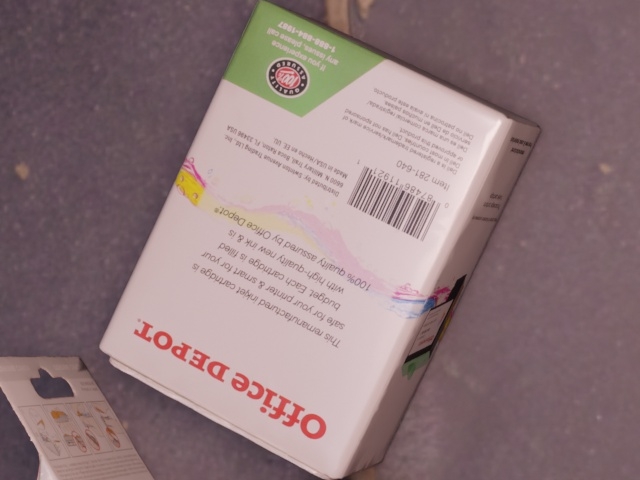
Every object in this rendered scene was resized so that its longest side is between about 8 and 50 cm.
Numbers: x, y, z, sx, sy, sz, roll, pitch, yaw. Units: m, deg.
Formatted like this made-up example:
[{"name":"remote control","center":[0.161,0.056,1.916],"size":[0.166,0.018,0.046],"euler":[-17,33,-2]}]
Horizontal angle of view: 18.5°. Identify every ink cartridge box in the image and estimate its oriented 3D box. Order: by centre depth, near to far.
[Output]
[{"name":"ink cartridge box","center":[0.000,0.000,1.392],"size":[0.201,0.117,0.278],"euler":[27,97,16]},{"name":"ink cartridge box","center":[-0.162,0.194,1.405],"size":[0.066,0.189,0.232],"euler":[-40,79,9]}]
